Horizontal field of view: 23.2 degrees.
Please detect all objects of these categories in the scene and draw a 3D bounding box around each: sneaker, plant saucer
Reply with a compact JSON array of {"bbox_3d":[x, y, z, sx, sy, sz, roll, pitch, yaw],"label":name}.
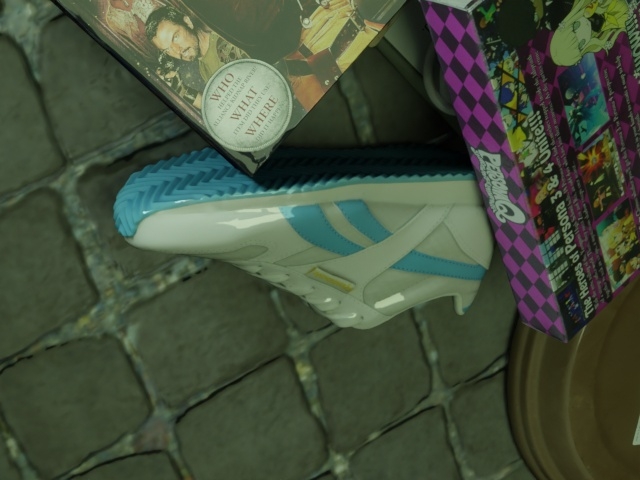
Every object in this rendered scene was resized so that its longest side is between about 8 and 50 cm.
[{"bbox_3d":[0.000,0.000,0.827,0.229,0.087,0.092,0,108,-29],"label":"sneaker"},{"bbox_3d":[0.248,0.066,1.024,0.278,0.041,0.278,-12,118,-24],"label":"plant saucer"}]

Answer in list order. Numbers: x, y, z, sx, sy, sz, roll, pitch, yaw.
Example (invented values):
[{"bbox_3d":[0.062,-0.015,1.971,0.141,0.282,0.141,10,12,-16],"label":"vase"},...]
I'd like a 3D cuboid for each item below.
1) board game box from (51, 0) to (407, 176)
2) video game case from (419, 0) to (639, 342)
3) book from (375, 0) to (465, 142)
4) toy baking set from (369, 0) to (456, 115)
[{"bbox_3d":[-0.016,-0.175,0.743,0.165,0.042,0.243,42,87,-18],"label":"board game box"},{"bbox_3d":[0.163,-0.093,0.848,0.210,0.042,0.232,-43,133,-23],"label":"video game case"},{"bbox_3d":[0.087,-0.118,0.863,0.144,0.035,0.096,41,82,-35],"label":"book"},{"bbox_3d":[0.133,-0.156,0.846,0.256,0.030,0.197,8,97,-36],"label":"toy baking set"}]
